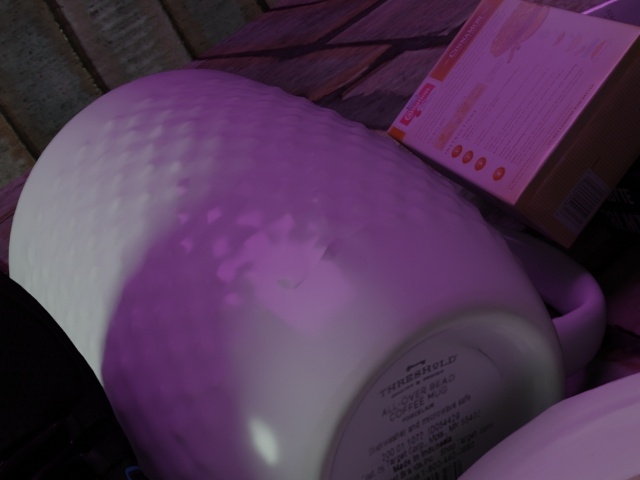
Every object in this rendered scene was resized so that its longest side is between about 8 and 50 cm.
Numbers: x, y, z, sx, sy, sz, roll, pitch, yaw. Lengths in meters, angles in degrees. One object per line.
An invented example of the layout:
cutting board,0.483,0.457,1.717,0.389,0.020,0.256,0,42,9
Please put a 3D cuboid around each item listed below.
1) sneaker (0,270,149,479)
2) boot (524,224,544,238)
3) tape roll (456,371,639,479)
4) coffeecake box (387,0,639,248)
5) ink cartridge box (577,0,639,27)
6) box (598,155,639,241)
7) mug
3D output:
sneaker,-0.105,0.145,0.403,0.139,0.341,0.125,1,33,45
boot,0.241,-0.069,0.785,0.219,0.082,0.106,-17,62,-19
tape roll,0.160,0.173,0.335,0.286,0.100,0.286,-24,24,12
coffeecake box,0.153,-0.098,0.661,0.142,0.068,0.185,-54,32,5
ink cartridge box,0.224,-0.171,0.882,0.238,0.060,0.275,-21,3,18
box,0.352,-0.086,0.572,0.295,0.073,0.293,-29,5,1
mug,0.020,0.047,0.589,0.374,0.276,0.328,-9,23,-30
